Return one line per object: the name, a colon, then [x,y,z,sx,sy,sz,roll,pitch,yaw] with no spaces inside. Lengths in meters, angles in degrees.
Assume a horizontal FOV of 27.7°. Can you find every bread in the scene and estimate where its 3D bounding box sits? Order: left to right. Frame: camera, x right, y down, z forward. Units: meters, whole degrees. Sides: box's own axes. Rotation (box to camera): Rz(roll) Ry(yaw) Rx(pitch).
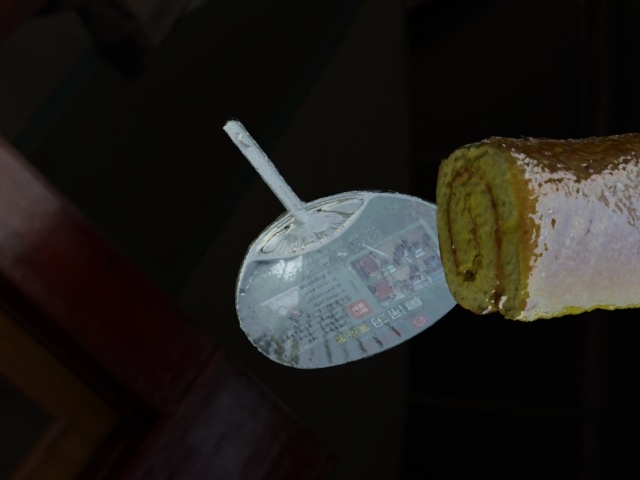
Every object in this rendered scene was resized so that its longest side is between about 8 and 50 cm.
bread: [0.170,-0.009,0.903,0.172,0.131,0.103,-5,174,-33]

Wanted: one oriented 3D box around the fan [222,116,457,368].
fan: [0.032,0.005,1.154,0.223,0.294,0.012,-5,-140,-5]
